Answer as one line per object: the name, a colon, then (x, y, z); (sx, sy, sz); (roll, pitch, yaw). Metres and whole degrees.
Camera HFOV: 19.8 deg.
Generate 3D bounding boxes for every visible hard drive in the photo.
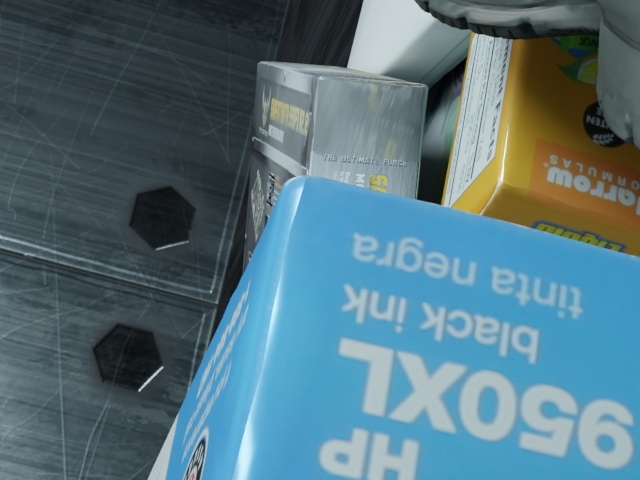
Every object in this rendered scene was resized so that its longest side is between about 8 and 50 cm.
hard drive: (0.074, -0.186, 0.969); (0.307, 0.040, 0.203); (145, 139, -80)

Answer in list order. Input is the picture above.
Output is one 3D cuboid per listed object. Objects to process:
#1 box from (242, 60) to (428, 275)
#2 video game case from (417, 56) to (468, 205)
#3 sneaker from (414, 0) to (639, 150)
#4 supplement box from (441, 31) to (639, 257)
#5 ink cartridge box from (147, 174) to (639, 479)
box: (0.000, 0.000, 0.970); (0.231, 0.056, 0.183); (-144, 59, -79)
video game case: (0.084, -0.051, 0.921); (0.329, 0.036, 0.300); (126, 158, -70)
sneaker: (0.094, -0.116, 0.526); (0.286, 0.109, 0.130); (-134, 35, -66)
supplement box: (0.104, -0.094, 0.697); (0.080, 0.078, 0.233); (128, 156, -65)
ink cartridge box: (0.005, 0.230, 0.432); (0.285, 0.166, 0.395); (118, 165, -60)
